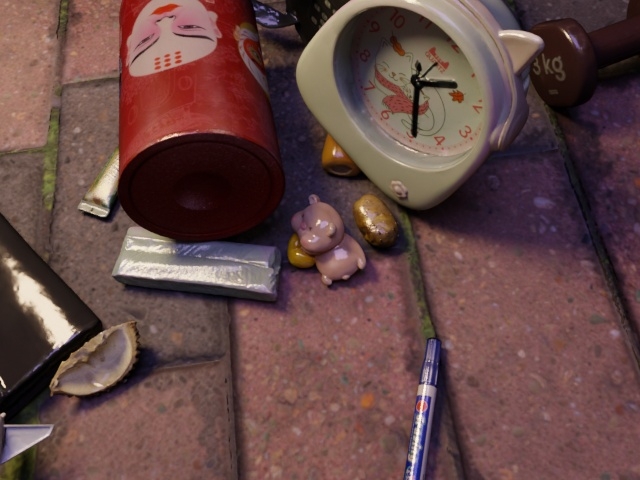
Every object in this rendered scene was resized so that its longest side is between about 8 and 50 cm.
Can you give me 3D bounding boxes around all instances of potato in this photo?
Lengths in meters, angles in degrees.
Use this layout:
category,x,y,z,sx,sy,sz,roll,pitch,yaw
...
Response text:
category,x,y,z,sx,sy,sz,roll,pitch,yaw
potato,0.074,-0.026,0.910,0.051,0.040,0.083,-16,62,-20

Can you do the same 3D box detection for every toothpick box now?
category,x,y,z,sx,sy,sz,roll,pitch,yaw
toothpick box,-0.167,-0.189,0.903,0.204,0.204,0.333,-11,54,-3

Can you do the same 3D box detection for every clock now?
category,x,y,z,sx,sy,sz,roll,pitch,yaw
clock,0.127,-0.196,0.815,0.265,0.324,0.108,50,58,-1

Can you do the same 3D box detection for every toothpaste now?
category,x,y,z,sx,sy,sz,roll,pitch,yaw
toothpaste,-0.286,-0.122,0.991,0.049,0.031,0.204,18,66,13

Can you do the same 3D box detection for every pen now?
category,x,y,z,sx,sy,sz,roll,pitch,yaw
pen,0.119,0.210,0.786,0.025,0.025,0.204,9,62,8

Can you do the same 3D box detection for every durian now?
category,x,y,z,sx,sy,sz,roll,pitch,yaw
durian,-0.265,0.151,0.820,0.130,0.066,0.052,-42,66,-8

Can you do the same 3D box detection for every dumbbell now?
category,x,y,z,sx,sy,sz,roll,pitch,yaw
dumbbell,0.424,-0.284,0.977,0.225,0.124,0.140,-22,18,-10

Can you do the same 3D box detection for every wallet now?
category,x,y,z,sx,sy,sz,roll,pitch,yaw
wallet,-0.490,0.056,0.885,0.406,0.062,0.228,40,71,22

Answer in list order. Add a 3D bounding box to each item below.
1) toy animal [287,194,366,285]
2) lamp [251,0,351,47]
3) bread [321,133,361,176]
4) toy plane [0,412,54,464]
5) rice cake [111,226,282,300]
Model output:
category,x,y,z,sx,sy,sz,roll,pitch,yaw
toy animal,0.000,0.000,0.877,0.091,0.082,0.114,-26,64,-9
lamp,0.081,-0.385,1.011,0.374,0.205,0.272,35,73,2
bread,0.039,-0.144,0.973,0.062,0.049,0.103,11,64,9
toy plane,-0.396,0.296,0.711,0.251,0.101,0.255,25,77,-12
rice cake,-0.158,0.030,0.893,0.222,0.042,0.080,7,57,8
